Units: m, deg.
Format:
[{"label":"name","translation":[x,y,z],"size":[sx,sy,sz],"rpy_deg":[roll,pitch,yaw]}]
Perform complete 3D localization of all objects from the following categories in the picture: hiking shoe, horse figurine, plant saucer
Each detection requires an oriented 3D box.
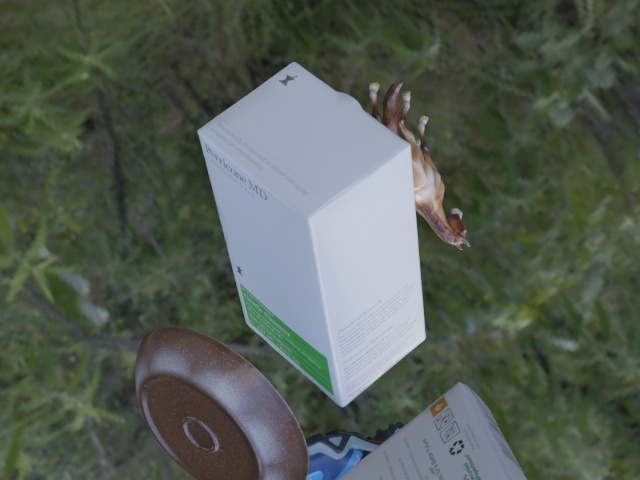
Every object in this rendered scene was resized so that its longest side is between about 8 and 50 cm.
[{"label":"hiking shoe","translation":[0.039,0.310,1.733],"size":[0.304,0.132,0.113],"rpy_deg":[-6,150,-37]},{"label":"horse figurine","translation":[0.123,-0.107,1.864],"size":[0.066,0.174,0.263],"rpy_deg":[-14,153,17]},{"label":"plant saucer","translation":[-0.100,0.167,1.268],"size":[0.036,0.199,0.198],"rpy_deg":[-44,165,-36]}]

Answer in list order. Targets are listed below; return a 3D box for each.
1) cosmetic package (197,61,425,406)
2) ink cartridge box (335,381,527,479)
[{"label":"cosmetic package","translation":[0.000,0.000,1.623],"size":[0.155,0.197,0.365],"rpy_deg":[-38,145,-20]},{"label":"ink cartridge box","translation":[0.055,0.304,1.163],"size":[0.307,0.303,0.072],"rpy_deg":[-42,118,10]}]
